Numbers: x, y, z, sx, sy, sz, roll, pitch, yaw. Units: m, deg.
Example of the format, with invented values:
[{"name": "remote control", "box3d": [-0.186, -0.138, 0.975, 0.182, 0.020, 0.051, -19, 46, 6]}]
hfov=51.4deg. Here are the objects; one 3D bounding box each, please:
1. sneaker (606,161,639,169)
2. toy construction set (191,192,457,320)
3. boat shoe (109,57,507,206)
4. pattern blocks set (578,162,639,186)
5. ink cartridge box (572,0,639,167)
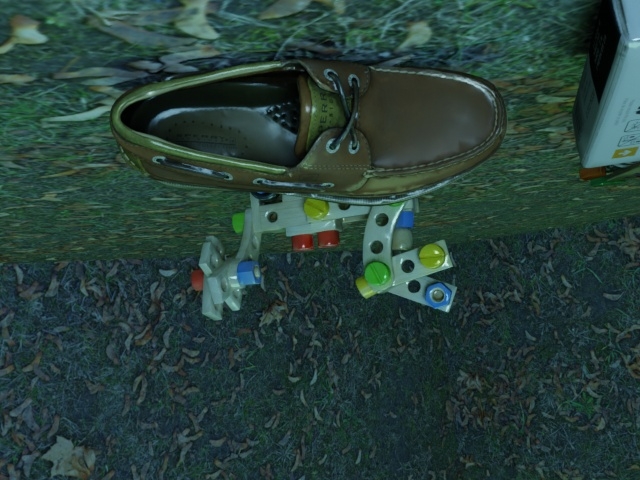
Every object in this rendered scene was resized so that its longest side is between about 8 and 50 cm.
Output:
[{"name": "sneaker", "box3d": [0.381, -0.120, 0.826, 0.075, 0.063, 0.170, -15, 177, 23]}, {"name": "toy construction set", "box3d": [0.000, 0.000, 0.846, 0.328, 0.214, 0.151, -6, 175, 2]}, {"name": "boat shoe", "box3d": [-0.001, -0.082, 0.508, 0.308, 0.110, 0.104, -6, 176, 0]}, {"name": "pattern blocks set", "box3d": [0.588, -0.135, 1.132, 0.286, 0.026, 0.325, -6, 175, -7]}, {"name": "ink cartridge box", "box3d": [0.374, -0.133, 0.445, 0.371, 0.069, 0.175, -5, 160, 11]}]
